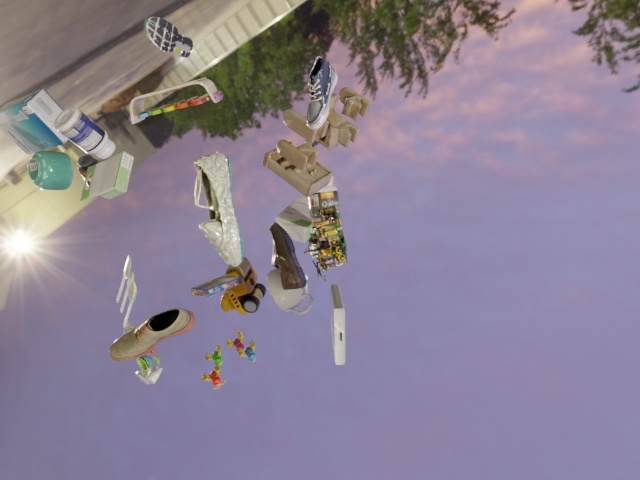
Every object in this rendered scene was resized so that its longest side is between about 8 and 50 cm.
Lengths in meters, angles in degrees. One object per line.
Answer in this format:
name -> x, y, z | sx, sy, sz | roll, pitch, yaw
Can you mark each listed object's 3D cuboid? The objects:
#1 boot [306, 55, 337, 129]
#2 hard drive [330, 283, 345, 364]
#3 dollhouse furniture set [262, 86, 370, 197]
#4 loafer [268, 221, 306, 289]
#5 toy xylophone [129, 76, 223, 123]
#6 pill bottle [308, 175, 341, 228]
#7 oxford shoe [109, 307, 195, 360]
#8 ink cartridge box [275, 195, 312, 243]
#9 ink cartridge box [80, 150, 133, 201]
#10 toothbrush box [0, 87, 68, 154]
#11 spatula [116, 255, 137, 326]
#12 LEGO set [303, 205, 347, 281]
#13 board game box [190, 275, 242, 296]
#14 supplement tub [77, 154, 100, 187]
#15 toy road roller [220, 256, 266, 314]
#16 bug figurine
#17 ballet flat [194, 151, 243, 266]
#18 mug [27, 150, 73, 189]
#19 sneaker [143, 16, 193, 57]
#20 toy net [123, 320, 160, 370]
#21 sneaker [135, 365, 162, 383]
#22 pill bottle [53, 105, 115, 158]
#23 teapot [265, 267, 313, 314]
boot -> -0.013, -0.411, 1.210 | 0.069, 0.086, 0.190 | 8, -103, 31
hard drive -> 0.072, 0.346, 1.861 | 0.047, 0.233, 0.353 | -2, -170, -1
dollhouse furniture set -> -0.052, -0.417, 1.750 | 0.362, 0.256, 0.394 | -38, 159, -41
loafer -> -0.189, 0.078, 2.099 | 0.130, 0.134, 0.366 | -26, -114, 8
toy xylophone -> -0.492, -0.491, 1.499 | 0.323, 0.081, 0.236 | -9, -155, 13
pill bottle -> 0.017, -0.203, 2.310 | 0.162, 0.278, 0.162 | -7, -175, 1
oxford shoe -> -0.670, 0.348, 1.679 | 0.348, 0.130, 0.123 | -29, -117, -6
ink cartridge box -> -0.111, -0.134, 2.623 | 0.207, 0.119, 0.353 | 19, -147, 13
ink cartridge box -> -0.868, -0.249, 1.764 | 0.235, 0.056, 0.171 | -14, -117, 30
toothbrush box -> -1.288, -0.528, 1.958 | 0.295, 0.216, 0.126 | -7, -135, 27
spatula -> -0.706, 0.195, 1.577 | 0.168, 0.019, 0.242 | 56, -51, 32
LEGO set -> 0.000, 0.000, 1.917 | 0.192, 0.255, 0.331 | -15, -150, 7
board game box -> -0.497, 0.216, 2.083 | 0.136, 0.035, 0.201 | 0, -166, 39
supplement tub -> -1.064, -0.312, 2.041 | 0.106, 0.198, 0.106 | 1, -120, -2
toy road roller -> -0.489, 0.282, 2.542 | 0.241, 0.329, 0.202 | -19, -160, 15
bug figurine -> -0.421, 0.552, 2.029 | 0.279, 0.072, 0.216 | -33, -144, -6
ballet flat -> -0.372, -0.103, 1.526 | 0.147, 0.409, 0.147 | -7, -176, 1
mug -> -0.915, -0.224, 1.456 | 0.158, 0.129, 0.097 | -56, 157, 22
sneaker -> -0.616, -0.797, 1.716 | 0.275, 0.110, 0.107 | -17, 129, -78
toy net -> -0.766, 0.439, 1.828 | 0.122, 0.232, 0.045 | -20, -168, 43
sneaker -> -0.908, 0.710, 2.322 | 0.212, 0.080, 0.094 | -11, -147, 43
pill bottle -> -0.748, -0.339, 1.392 | 0.094, 0.169, 0.094 | -11, -121, 20
teapot -> -0.145, 0.231, 2.209 | 0.187, 0.256, 0.252 | -28, -172, 8
